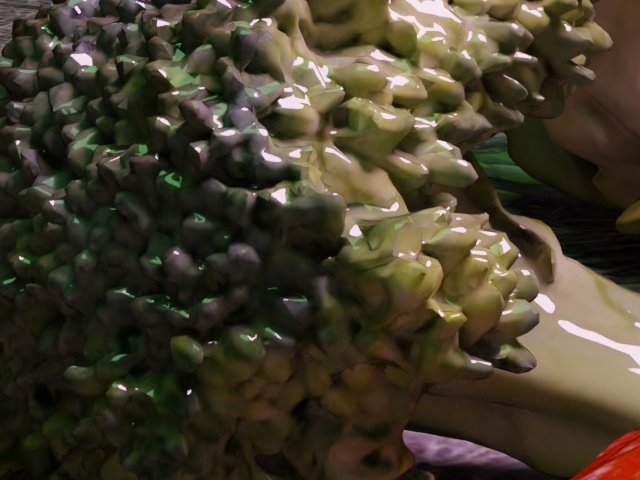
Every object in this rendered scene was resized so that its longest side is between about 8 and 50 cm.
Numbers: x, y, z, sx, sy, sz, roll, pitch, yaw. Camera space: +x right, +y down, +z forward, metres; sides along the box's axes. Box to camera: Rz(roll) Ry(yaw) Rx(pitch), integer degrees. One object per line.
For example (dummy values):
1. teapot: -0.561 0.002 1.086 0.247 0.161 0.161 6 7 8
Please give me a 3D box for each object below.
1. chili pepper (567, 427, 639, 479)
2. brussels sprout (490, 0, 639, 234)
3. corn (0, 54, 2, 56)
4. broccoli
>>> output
1. chili pepper: 0.059 0.099 0.513 0.169 0.065 0.088 -14 20 -36
2. brussels sprout: 0.300 -0.159 0.985 0.361 0.342 0.425 -2 17 -23
3. corn: -0.158 -0.012 0.785 0.131 0.131 0.344 7 16 23
4. broccoli: -0.011 -0.012 0.631 0.260 0.235 0.288 4 51 17
